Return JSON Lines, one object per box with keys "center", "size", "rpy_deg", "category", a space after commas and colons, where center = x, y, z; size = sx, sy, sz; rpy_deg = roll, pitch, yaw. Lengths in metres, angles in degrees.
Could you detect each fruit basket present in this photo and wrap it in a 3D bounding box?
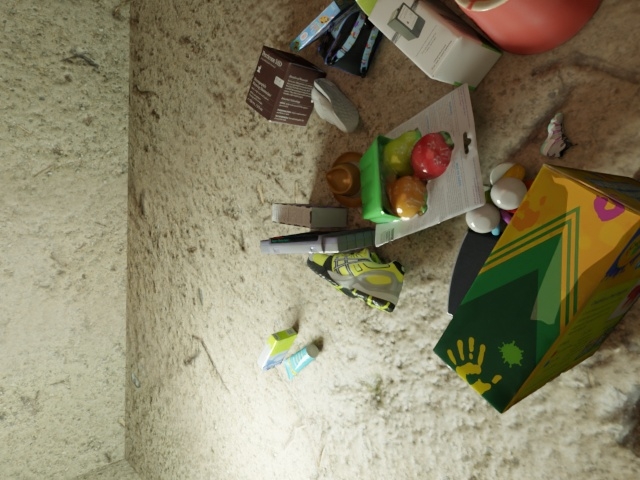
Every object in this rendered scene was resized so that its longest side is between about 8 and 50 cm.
{"center": [0.262, -0.179, 1.219], "size": [0.353, 0.166, 0.326], "rpy_deg": [-22, 62, 44], "category": "fruit basket"}

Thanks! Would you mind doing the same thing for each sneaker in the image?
{"center": [0.043, -0.418, 1.517], "size": [0.235, 0.090, 0.094], "rpy_deg": [61, 144, 28], "category": "sneaker"}
{"center": [0.111, 0.098, 1.468], "size": [0.385, 0.145, 0.147], "rpy_deg": [21, 77, 46], "category": "sneaker"}
{"center": [0.538, -0.229, 1.045], "size": [0.069, 0.038, 0.098], "rpy_deg": [31, 124, 38], "category": "sneaker"}

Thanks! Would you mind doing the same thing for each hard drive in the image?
{"center": [0.409, 0.099, 1.189], "size": [0.172, 0.054, 0.254], "rpy_deg": [23, 109, 43], "category": "hard drive"}

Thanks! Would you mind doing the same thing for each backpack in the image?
{"center": [0.093, -0.592, 1.385], "size": [0.173, 0.158, 0.116], "rpy_deg": [-61, 37, 33], "category": "backpack"}

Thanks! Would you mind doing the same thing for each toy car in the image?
{"center": [0.434, -0.085, 1.106], "size": [0.136, 0.159, 0.182], "rpy_deg": [36, 125, -4], "category": "toy car"}

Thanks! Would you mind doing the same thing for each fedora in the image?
{"center": [0.077, -0.193, 1.491], "size": [0.194, 0.079, 0.194], "rpy_deg": [5, 96, 46], "category": "fedora"}

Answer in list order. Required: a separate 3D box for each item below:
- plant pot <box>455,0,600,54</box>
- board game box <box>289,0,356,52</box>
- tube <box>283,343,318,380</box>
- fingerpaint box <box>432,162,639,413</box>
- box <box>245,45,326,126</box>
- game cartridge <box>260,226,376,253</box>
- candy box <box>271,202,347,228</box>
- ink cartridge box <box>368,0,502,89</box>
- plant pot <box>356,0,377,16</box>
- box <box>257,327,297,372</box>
{"center": [0.416, -0.552, 0.994], "size": [0.275, 0.243, 0.274], "rpy_deg": [6, 98, 46], "category": "plant pot"}
{"center": [0.015, -0.679, 1.464], "size": [0.212, 0.160, 0.039], "rpy_deg": [-24, 110, 44], "category": "board game box"}
{"center": [-0.078, 0.443, 1.732], "size": [0.207, 0.052, 0.080], "rpy_deg": [-48, 49, 44], "category": "tube"}
{"center": [0.457, 0.069, 0.857], "size": [0.163, 0.445, 0.370], "rpy_deg": [43, 123, 36], "category": "fingerpaint box"}
{"center": [-0.121, -0.520, 1.604], "size": [0.168, 0.167, 0.203], "rpy_deg": [44, 122, 35], "category": "box"}
{"center": [0.000, 0.000, 1.479], "size": [0.355, 0.230, 0.068], "rpy_deg": [-3, 91, 46], "category": "game cartridge"}
{"center": [-0.037, -0.083, 1.556], "size": [0.196, 0.165, 0.070], "rpy_deg": [10, 99, 46], "category": "candy box"}
{"center": [0.280, -0.510, 1.168], "size": [0.272, 0.199, 0.114], "rpy_deg": [56, 130, 28], "category": "ink cartridge box"}
{"center": [0.217, -0.763, 1.195], "size": [0.294, 0.275, 0.274], "rpy_deg": [-16, 81, 31], "category": "plant pot"}
{"center": [-0.166, 0.411, 1.770], "size": [0.042, 0.109, 0.178], "rpy_deg": [46, 124, 29], "category": "box"}
